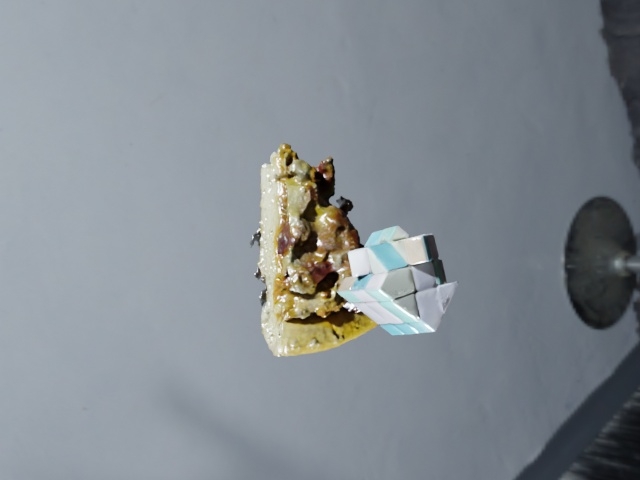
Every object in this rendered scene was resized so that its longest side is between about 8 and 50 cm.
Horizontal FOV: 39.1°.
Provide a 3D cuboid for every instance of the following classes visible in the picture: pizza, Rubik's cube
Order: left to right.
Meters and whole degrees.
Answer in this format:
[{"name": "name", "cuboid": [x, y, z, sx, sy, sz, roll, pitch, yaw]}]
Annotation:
[{"name": "pizza", "cuboid": [-0.001, 0.000, 0.832, 0.154, 0.069, 0.194, -22, 94, -20]}, {"name": "Rubik's cube", "cuboid": [0.061, 0.023, 0.685, 0.084, 0.075, 0.073, 47, 64, -33]}]
